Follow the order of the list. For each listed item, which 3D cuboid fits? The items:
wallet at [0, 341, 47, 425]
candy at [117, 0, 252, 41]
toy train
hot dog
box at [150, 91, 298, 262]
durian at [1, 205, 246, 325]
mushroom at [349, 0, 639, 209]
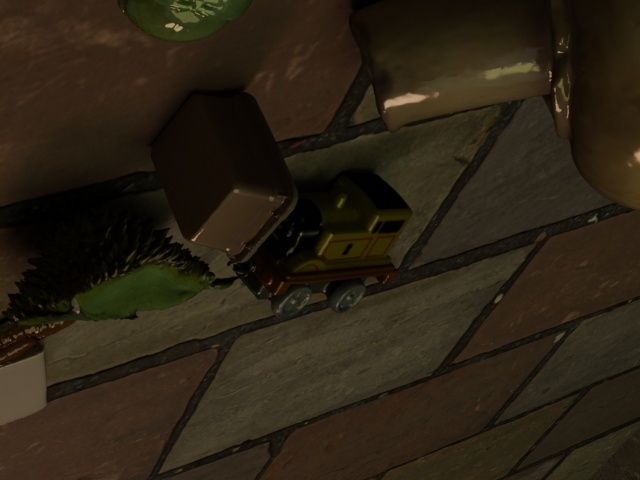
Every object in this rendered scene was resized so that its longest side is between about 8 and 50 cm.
[{"bbox_3d":[-0.283,0.132,1.419,0.061,0.025,0.122,-26,157,-21],"label":"wallet"},{"bbox_3d":[-0.032,-0.262,0.924,0.336,0.093,0.092,-59,-170,30],"label":"candy"},{"bbox_3d":[0.000,0.000,1.454,0.219,0.089,0.127,-4,133,-49],"label":"toy train"},{"bbox_3d":[-0.274,0.089,1.345,0.137,0.028,0.044,-26,163,-19],"label":"hot dog"},{"bbox_3d":[-0.079,-0.053,1.203,0.062,0.122,0.089,8,135,-42],"label":"box"},{"bbox_3d":[-0.174,0.021,1.260,0.137,0.096,0.220,-4,176,32],"label":"durian"},{"bbox_3d":[0.198,-0.157,1.202,0.336,0.315,0.314,-13,158,7],"label":"mushroom"}]
